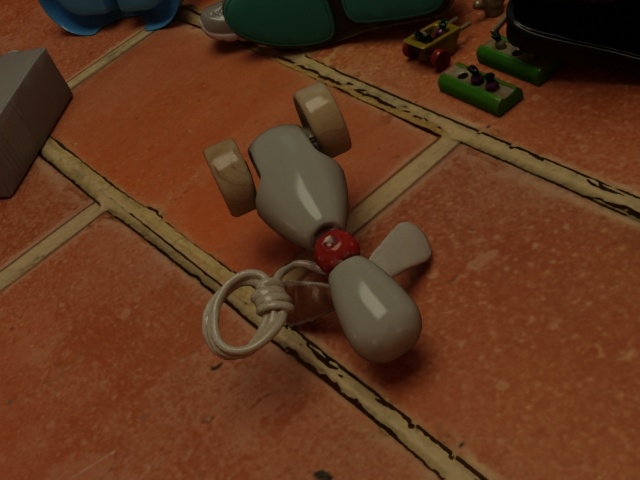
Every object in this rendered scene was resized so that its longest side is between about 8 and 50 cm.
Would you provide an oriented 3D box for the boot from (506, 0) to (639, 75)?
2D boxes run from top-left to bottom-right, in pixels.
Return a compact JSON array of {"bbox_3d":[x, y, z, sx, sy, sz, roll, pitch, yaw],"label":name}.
[{"bbox_3d":[0.353,-0.304,1.008,0.347,0.260,0.131,8,54,16],"label":"boot"}]

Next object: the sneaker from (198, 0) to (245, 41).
[{"bbox_3d":[-0.062,-0.397,1.437,0.281,0.115,0.105,-27,41,-3],"label":"sneaker"}]

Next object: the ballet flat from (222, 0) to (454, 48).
[{"bbox_3d":[0.032,-0.346,1.346,0.348,0.123,0.123,-3,45,25],"label":"ballet flat"}]

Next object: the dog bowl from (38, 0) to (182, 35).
[{"bbox_3d":[-0.344,-0.438,1.591,0.297,0.166,0.074,2,35,28],"label":"dog bowl"}]

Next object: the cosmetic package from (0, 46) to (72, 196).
[{"bbox_3d":[-0.481,-0.175,1.418,0.127,0.107,0.238,-3,42,23],"label":"cosmetic package"}]

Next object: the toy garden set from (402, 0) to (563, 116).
[{"bbox_3d":[0.239,-0.275,1.216,0.244,0.049,0.204,-38,43,-16],"label":"toy garden set"}]

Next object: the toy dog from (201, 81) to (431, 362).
[{"bbox_3d":[0.000,0.000,0.998,0.220,0.161,0.334,-12,57,10],"label":"toy dog"}]
